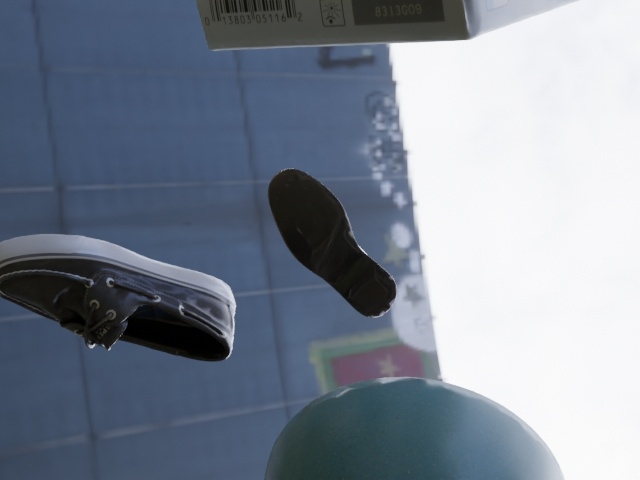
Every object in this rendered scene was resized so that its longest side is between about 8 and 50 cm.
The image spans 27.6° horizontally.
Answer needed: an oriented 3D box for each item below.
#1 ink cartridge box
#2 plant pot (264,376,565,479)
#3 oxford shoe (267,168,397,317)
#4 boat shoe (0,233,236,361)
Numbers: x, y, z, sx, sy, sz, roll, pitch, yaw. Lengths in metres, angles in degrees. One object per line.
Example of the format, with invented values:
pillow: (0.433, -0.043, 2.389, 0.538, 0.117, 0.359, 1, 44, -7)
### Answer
ink cartridge box: (0.113, -0.271, 1.313, 0.308, 0.385, 0.091, 4, -69, 38)
plant pot: (0.074, 0.297, 1.162, 0.290, 0.195, 0.290, 5, -58, 8)
oxford shoe: (0.000, 0.000, 1.444, 0.212, 0.076, 0.076, 53, -8, -31)
boat shoe: (-0.172, 0.059, 1.094, 0.080, 0.228, 0.076, -45, -139, 36)
